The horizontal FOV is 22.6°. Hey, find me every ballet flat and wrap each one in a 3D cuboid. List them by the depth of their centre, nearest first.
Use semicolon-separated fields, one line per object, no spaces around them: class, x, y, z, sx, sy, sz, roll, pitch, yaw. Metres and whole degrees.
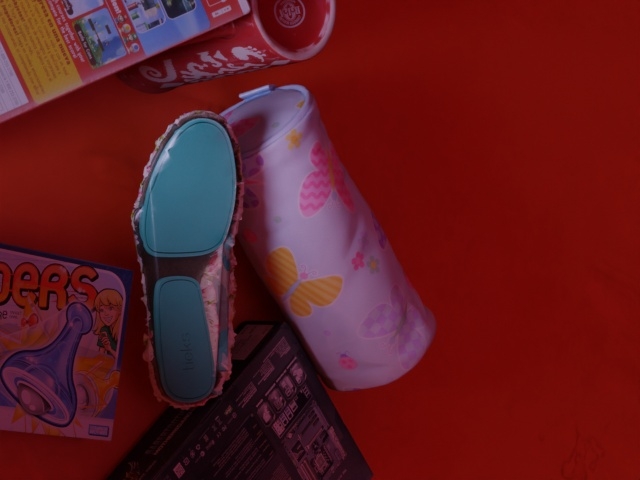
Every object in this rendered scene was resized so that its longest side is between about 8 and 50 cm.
ballet flat;-0.107;0.014;1.270;0.091;0.077;0.241;5;100;-6

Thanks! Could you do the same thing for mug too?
mug;-0.087;-0.164;1.238;0.113;0.169;0.150;54;54;-32

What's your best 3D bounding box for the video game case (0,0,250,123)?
video game case;-0.215;-0.193;1.096;0.285;0.025;0.204;-25;108;-8

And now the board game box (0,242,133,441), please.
board game box;-0.233;0.072;1.179;0.201;0.035;0.136;13;80;-46

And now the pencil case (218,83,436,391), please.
pencil case;0.000;0.000;1.367;0.273;0.113;0.124;60;38;-28

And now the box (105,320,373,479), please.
box;-0.069;0.208;1.330;0.232;0.059;0.183;-50;123;-35
